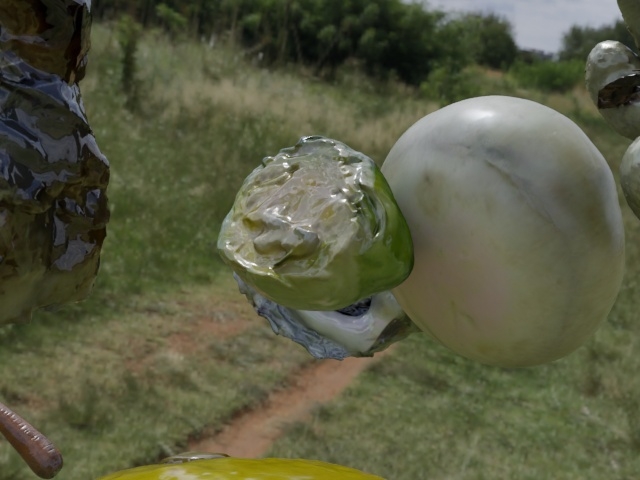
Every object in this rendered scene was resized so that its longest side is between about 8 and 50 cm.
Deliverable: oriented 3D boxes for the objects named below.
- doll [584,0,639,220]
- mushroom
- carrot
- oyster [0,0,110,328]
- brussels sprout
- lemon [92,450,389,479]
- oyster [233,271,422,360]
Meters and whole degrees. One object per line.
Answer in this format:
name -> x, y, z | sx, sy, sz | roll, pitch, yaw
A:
doll -> 0.274, -0.119, 0.669 | 0.149, 0.278, 0.175 | -7, -6, -23
mushroom -> 0.168, -0.009, 0.841 | 0.202, 0.246, 0.246 | -19, 27, -38
carrot -> -0.290, 0.198, 0.925 | 0.093, 0.032, 0.032 | 40, 16, 12
oyster -> -0.165, -0.070, 0.485 | 0.107, 0.233, 0.161 | -7, 8, 22
brussels sprout -> 0.002, 0.001, 0.779 | 0.122, 0.149, 0.152 | 50, 23, -40
lemon -> -0.029, 0.246, 0.352 | 0.347, 0.348, 0.348 | 12, 9, -2
oyster -> 0.014, 0.044, 1.412 | 0.351, 0.238, 0.115 | 35, 18, -4
